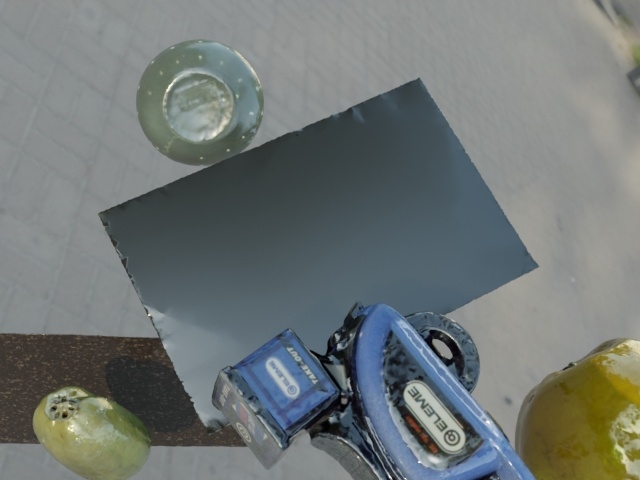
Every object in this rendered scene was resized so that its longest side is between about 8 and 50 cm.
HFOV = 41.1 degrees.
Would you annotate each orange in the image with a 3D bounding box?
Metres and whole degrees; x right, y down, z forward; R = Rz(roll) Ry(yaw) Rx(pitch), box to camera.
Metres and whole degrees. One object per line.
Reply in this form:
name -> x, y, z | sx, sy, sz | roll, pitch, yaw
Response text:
orange -> 0.389, 0.259, 1.130 | 0.235, 0.279, 0.279 | 51, 31, 5

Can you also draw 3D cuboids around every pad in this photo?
pad -> 0.000, 0.000, 0.845 | 0.247, 0.368, 0.007 | 61, -14, 17
pad -> -0.238, 0.179, 1.001 | 0.330, 0.220, 0.004 | 3, 44, -6

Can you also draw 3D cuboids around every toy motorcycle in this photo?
toy motorcycle -> 0.087, 0.211, 0.688 | 0.213, 0.125, 0.358 | -33, 74, -24

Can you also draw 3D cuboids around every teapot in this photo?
teapot -> -0.181, -0.216, 1.298 | 0.183, 0.183, 0.251 | 47, 5, -16

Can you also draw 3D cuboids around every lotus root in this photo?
lotus root -> -0.228, 0.207, 0.881 | 0.183, 0.090, 0.077 | 70, 41, -60
